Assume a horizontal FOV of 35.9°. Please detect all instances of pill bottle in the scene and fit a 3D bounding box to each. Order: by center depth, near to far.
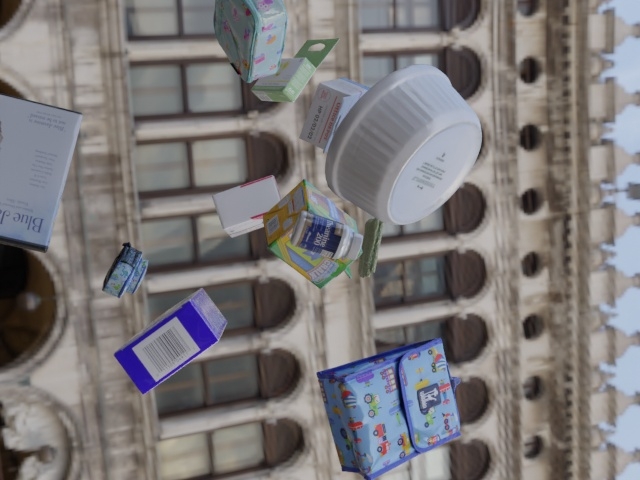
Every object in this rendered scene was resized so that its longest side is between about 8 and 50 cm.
[{"bbox_3d":[0.012,-0.005,1.775,0.067,0.120,0.067,-162,-90,-81],"label":"pill bottle"}]

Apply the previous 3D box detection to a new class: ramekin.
[{"bbox_3d":[0.150,-0.147,1.646,0.127,0.273,0.273,43,-42,29],"label":"ramekin"}]

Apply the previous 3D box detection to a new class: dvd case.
[{"bbox_3d":[-0.503,-0.116,1.602,0.022,0.180,0.253,129,-28,-65],"label":"dvd case"}]

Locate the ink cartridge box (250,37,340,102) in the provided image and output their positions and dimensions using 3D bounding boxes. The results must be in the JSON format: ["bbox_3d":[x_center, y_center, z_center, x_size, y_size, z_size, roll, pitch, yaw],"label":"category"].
[{"bbox_3d":[-0.071,-0.489,2.752,0.171,0.056,0.235,14,-114,54],"label":"ink cartridge box"}]

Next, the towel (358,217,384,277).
[{"bbox_3d":[0.116,0.016,2.328,0.110,0.027,0.148,159,-57,-79],"label":"towel"}]

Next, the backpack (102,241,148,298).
[{"bbox_3d":[-0.470,0.083,2.387,0.105,0.084,0.114,-51,-168,53],"label":"backpack"}]

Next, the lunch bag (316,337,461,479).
[{"bbox_3d":[0.168,0.346,2.101,0.138,0.293,0.221,-5,-80,65],"label":"lunch bag"}]

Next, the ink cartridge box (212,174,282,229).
[{"bbox_3d":[-0.186,-0.089,2.659,0.237,0.172,0.100,90,-19,-85],"label":"ink cartridge box"}]

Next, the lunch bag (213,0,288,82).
[{"bbox_3d":[-0.185,-0.542,2.454,0.224,0.108,0.279,56,-24,20],"label":"lunch bag"}]

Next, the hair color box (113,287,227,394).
[{"bbox_3d":[-0.301,0.199,2.046,0.110,0.185,0.339,55,-2,-1],"label":"hair color box"}]

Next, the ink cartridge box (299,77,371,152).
[{"bbox_3d":[0.022,-0.216,1.689,0.104,0.061,0.181,-69,168,18],"label":"ink cartridge box"}]

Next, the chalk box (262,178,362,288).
[{"bbox_3d":[0.000,0.000,2.108,0.132,0.213,0.132,-42,-150,19],"label":"chalk box"}]
